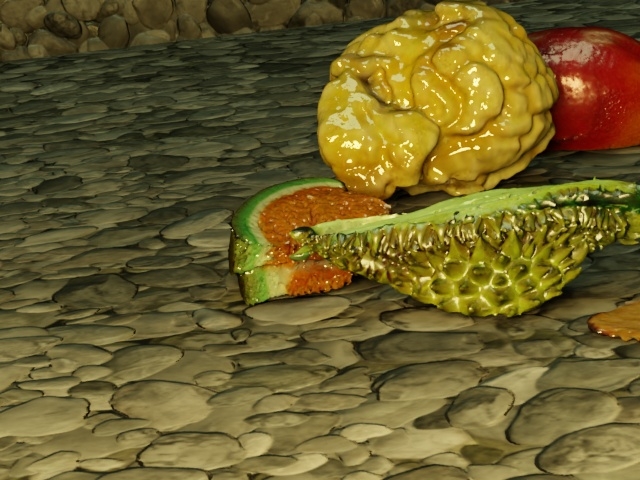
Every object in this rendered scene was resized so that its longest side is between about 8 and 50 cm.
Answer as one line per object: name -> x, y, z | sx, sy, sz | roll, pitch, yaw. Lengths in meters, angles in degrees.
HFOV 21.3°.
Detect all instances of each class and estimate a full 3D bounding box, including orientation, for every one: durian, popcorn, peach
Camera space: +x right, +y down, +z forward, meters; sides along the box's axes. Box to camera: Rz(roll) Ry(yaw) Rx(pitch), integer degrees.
durian -> 0.159, 0.008, 1.539 | 0.375, 0.106, 0.132 | -5, 13, 4
popcorn -> 0.118, -0.158, 1.984 | 0.332, 0.225, 0.265 | -30, 32, -33
peach -> 0.325, -0.188, 2.148 | 0.267, 0.159, 0.154 | 4, 24, 25

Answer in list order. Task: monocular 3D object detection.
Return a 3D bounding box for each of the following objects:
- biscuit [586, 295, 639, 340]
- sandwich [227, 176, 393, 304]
biscuit -> 0.382, 0.059, 1.457 | 0.237, 0.013, 0.232 | 8, 20, 43
sandwich -> -0.008, 0.001, 1.701 | 0.159, 0.079, 0.235 | 6, 20, 3
